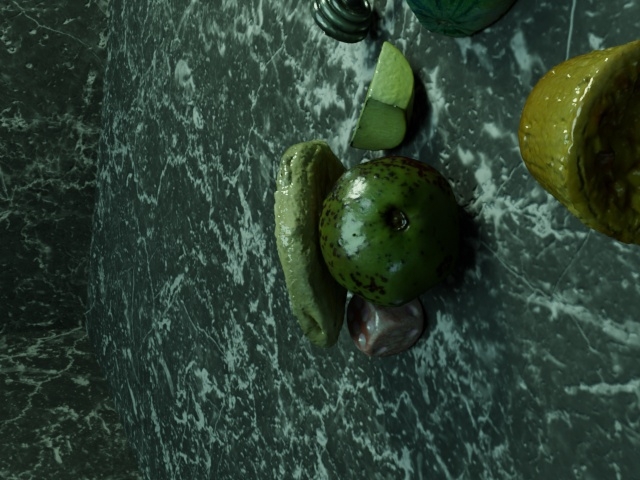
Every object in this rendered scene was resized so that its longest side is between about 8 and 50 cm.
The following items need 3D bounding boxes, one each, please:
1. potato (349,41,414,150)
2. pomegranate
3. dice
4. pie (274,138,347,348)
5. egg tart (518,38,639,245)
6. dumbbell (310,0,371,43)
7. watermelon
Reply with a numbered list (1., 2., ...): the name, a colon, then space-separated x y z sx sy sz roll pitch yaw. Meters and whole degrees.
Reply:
1. potato: 0.109 -0.219 1.256 0.149 0.081 0.120 111 178 -64
2. pomegranate: 0.097 -0.015 1.160 0.248 0.214 0.215 173 94 -85
3. dice: 0.101 0.121 1.245 0.093 0.091 0.094 65 145 36
4. pie: 0.000 0.000 1.255 0.337 0.075 0.338 -4 -90 -75
5. egg tart: 0.297 -0.108 0.789 0.147 0.202 0.203 -129 44 -67
6. dumbbell: 0.075 -0.417 1.255 0.254 0.110 0.110 -47 52 45
7. watermelon: 0.174 -0.358 1.018 0.128 0.146 0.231 57 136 43
